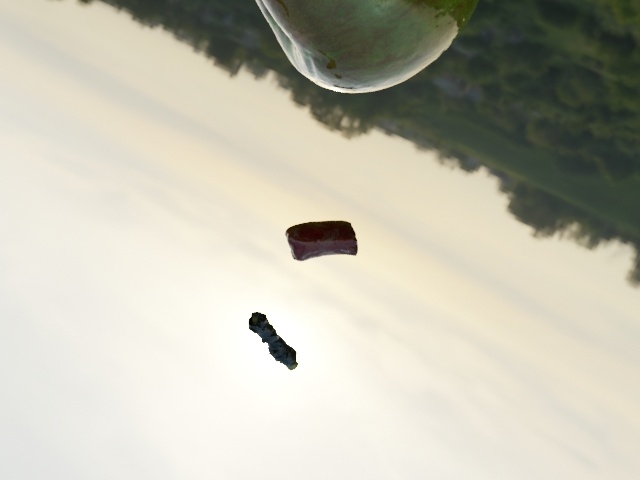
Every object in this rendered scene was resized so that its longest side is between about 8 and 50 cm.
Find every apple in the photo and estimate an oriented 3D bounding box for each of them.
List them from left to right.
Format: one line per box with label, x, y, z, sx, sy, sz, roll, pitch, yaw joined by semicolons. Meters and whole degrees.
apple;0.058;-0.376;1.744;0.339;0.339;0.339;24;-174;-3

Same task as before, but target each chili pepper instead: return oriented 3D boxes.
chili pepper;0.000;0.000;2.222;0.123;0.073;0.070;-7;166;-14

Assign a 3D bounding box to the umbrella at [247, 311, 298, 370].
umbrella;-0.072;0.163;2.014;0.144;0.037;0.040;55;-158;-45
